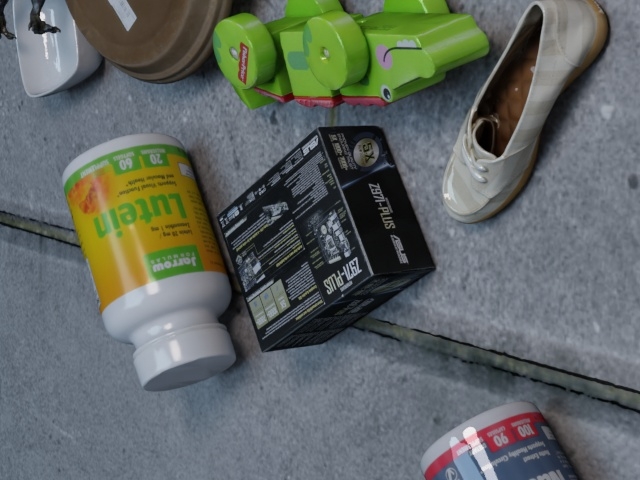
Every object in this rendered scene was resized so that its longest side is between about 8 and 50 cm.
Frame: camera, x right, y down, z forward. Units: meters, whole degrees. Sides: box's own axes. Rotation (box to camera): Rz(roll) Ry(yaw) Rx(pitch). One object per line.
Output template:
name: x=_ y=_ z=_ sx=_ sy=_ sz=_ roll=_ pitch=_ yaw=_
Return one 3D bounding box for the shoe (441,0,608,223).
shoe: x=0.145 y=-0.102 z=1.061 sx=0.076 sy=0.058 sz=0.219 roll=52 pitch=130 yaw=33

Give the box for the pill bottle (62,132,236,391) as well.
pill bottle: x=-0.172 y=0.025 z=1.388 sx=0.136 sy=0.136 sz=0.245 roll=-38 pitch=66 yaw=45

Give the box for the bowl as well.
bowl: x=-0.307 y=-0.246 z=1.585 sx=0.142 sy=0.053 sz=0.142 roll=-15 pitch=82 yaw=49

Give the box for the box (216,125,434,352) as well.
box: x=0.000 y=0.000 z=1.228 sx=0.180 sy=0.077 sz=0.147 roll=-39 pitch=65 yaw=45

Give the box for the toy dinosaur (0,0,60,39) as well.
toy dinosaur: x=-0.350 y=-0.295 z=1.550 sx=0.268 sy=0.064 sz=0.118 roll=-3 pitch=89 yaw=55

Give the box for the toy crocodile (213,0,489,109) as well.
toy crocodile: x=0.013 y=-0.161 z=1.173 sx=0.340 sy=0.115 sz=0.105 roll=10 pitch=120 yaw=51

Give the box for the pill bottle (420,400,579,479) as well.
pill bottle: x=0.163 y=0.226 z=1.036 sx=0.108 sy=0.108 sz=0.180 roll=-50 pitch=58 yaw=40

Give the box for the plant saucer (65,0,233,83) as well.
plant saucer: x=-0.190 y=-0.296 z=1.364 sx=0.278 sy=0.041 sz=0.278 roll=17 pitch=114 yaw=42
